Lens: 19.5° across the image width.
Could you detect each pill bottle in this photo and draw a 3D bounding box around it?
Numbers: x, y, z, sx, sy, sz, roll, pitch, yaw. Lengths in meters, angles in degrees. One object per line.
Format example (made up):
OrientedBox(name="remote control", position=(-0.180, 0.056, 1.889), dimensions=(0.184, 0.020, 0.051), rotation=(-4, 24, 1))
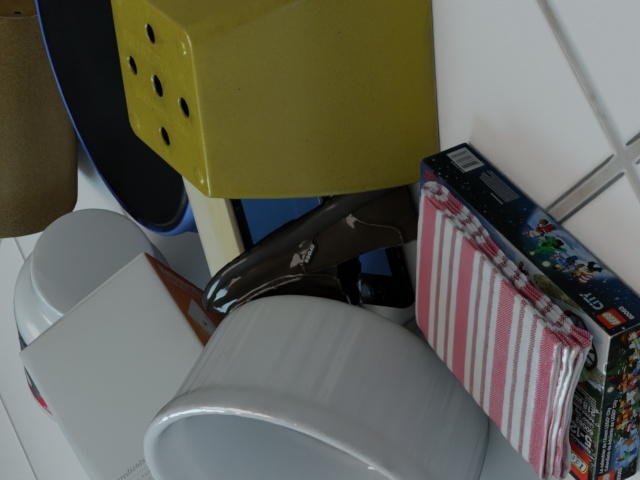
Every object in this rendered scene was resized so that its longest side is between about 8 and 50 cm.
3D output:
OrientedBox(name="pill bottle", position=(-0.246, 0.087, 2.055), dimensions=(0.176, 0.176, 0.318), rotation=(60, 164, 19))

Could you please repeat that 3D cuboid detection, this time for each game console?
OrientedBox(name="game console", position=(0.000, 0.000, 1.598), dimensions=(0.124, 0.085, 0.144), rotation=(5, 115, 57))

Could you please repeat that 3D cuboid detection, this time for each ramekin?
OrientedBox(name="ramekin", position=(0.005, 0.167, 1.540), dimensions=(0.277, 0.135, 0.277), rotation=(17, 147, 12))

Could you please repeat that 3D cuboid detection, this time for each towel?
OrientedBox(name="towel", position=(0.127, 0.065, 1.355), dimensions=(0.197, 0.029, 0.144), rotation=(51, 151, 40))

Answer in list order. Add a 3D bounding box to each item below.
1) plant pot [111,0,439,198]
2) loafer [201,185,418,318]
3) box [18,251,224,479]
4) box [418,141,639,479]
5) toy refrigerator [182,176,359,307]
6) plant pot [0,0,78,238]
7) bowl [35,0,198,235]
OrientedBox(name="plant pot", position=(-0.046, -0.148, 1.459), dimensions=(0.212, 0.187, 0.212), rotation=(40, 145, 48))
OrientedBox(name="loafer", position=(-0.007, 0.019, 1.553), dimensions=(0.220, 0.080, 0.078), rotation=(-32, 93, 30))
OrientedBox(name="box", position=(-0.109, 0.215, 1.826), dimensions=(0.345, 0.168, 0.215), rotation=(55, -173, 28))
OrientedBox(name="box", position=(0.153, 0.055, 1.379), dimensions=(0.233, 0.044, 0.159), rotation=(46, 148, 42))
OrientedBox(name="toy refrigerator", position=(-0.041, 0.010, 1.690), dimensions=(0.094, 0.102, 0.270), rotation=(13, 121, 62))
OrientedBox(name="plant pot", position=(-0.386, -0.172, 2.171), dimensions=(0.237, 0.237, 0.254), rotation=(45, 133, 43))
OrientedBox(name="bowl", position=(-0.182, -0.186, 1.863), dimensions=(0.391, 0.077, 0.391), rotation=(46, 148, 41))
